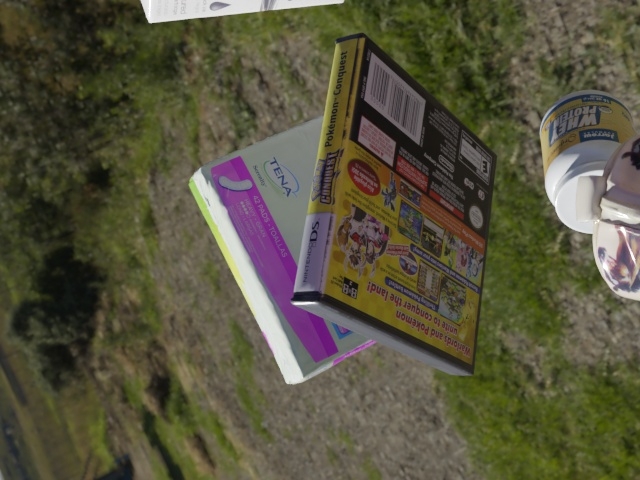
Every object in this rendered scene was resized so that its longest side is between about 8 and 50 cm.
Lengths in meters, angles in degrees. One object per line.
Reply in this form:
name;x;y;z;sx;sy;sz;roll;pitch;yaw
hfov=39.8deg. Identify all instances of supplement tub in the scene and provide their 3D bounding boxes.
supplement tub;0.414;-0.121;1.349;0.199;0.144;0.144;-80;-13;-47

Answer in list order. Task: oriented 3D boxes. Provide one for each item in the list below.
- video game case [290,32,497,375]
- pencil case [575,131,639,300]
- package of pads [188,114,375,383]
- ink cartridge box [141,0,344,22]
video game case;0.085;-0.022;0.844;0.035;0.275;0.248;-4;68;37
pencil case;0.403;0.014;0.677;0.410;0.184;0.159;21;92;51
package of pads;0.000;0.000;1.129;0.296;0.229;0.101;63;159;5
ink cartridge box;-0.089;-0.391;1.090;0.198;0.273;0.114;109;144;-55
